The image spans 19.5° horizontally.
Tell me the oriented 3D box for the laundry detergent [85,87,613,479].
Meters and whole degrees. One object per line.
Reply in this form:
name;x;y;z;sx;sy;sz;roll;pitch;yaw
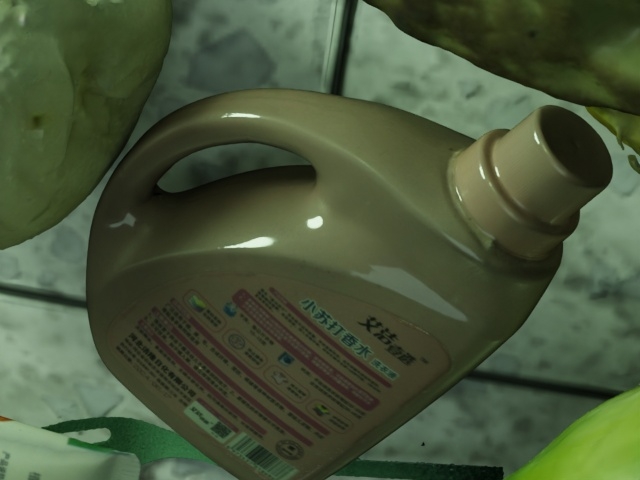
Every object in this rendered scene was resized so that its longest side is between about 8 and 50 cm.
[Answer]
laundry detergent;0.000;0.000;0.792;0.171;0.076;0.237;40;130;-9

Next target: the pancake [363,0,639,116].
pancake;0.100;-0.138;0.567;0.294;0.049;0.294;23;146;17

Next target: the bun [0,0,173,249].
bun;-0.153;-0.086;0.770;0.178;0.128;0.193;39;113;-11

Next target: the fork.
fork;-0.028;0.107;0.912;0.235;0.021;0.039;2;121;6

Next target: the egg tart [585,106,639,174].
egg tart;0.213;-0.094;0.677;0.288;0.118;0.288;24;145;18

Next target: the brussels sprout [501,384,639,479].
brussels sprout;0.174;0.170;0.782;0.294;0.259;0.227;-28;78;13

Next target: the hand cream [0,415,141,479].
hand cream;-0.225;0.096;0.906;0.276;0.059;0.095;19;122;0
